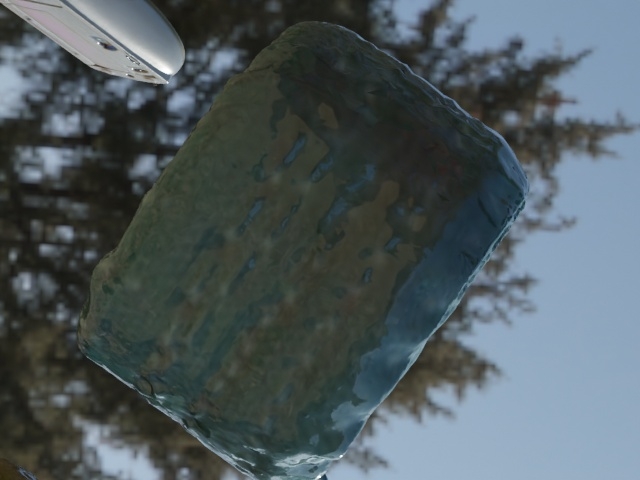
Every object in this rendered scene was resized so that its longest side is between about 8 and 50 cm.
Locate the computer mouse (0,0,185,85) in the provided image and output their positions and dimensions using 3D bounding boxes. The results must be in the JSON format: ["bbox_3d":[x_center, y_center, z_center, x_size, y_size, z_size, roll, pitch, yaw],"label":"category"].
[{"bbox_3d":[-0.169,-0.163,1.082,0.102,0.199,0.045,13,-102,30],"label":"computer mouse"}]

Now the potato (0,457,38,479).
[{"bbox_3d":[-0.221,0.202,1.016,0.100,0.089,0.172,32,-61,20],"label":"potato"}]

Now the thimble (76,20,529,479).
[{"bbox_3d":[0.000,0.000,0.762,0.235,0.143,0.198,-53,178,-41],"label":"thimble"}]
